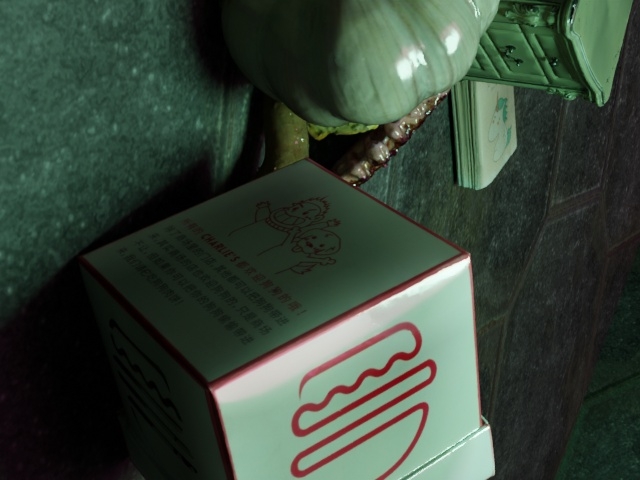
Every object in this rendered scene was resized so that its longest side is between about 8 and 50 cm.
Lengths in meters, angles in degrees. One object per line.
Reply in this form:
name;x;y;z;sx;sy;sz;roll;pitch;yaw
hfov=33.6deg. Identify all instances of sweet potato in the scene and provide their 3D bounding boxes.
sweet potato;-0.061;-0.049;1.312;0.109;0.109;0.385;20;84;-63

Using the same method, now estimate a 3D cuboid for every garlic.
garlic;0.050;-0.266;1.206;0.241;0.322;0.322;27;78;-66

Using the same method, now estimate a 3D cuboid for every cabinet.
cabinet;0.269;-0.367;1.567;0.290;0.318;0.228;33;70;-62

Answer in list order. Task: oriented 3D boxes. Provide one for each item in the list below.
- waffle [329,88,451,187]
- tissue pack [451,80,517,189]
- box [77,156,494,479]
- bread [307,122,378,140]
waffle;0.086;-0.141;1.498;0.234;0.055;0.221;-49;-176;-29
tissue pack;0.294;-0.269;1.920;0.170;0.071;0.325;-49;140;-40
box;-0.037;0.136;1.117;0.312;0.314;0.300;-26;126;-24
bread;0.051;-0.259;1.408;0.134;0.129;0.260;-17;118;-68
